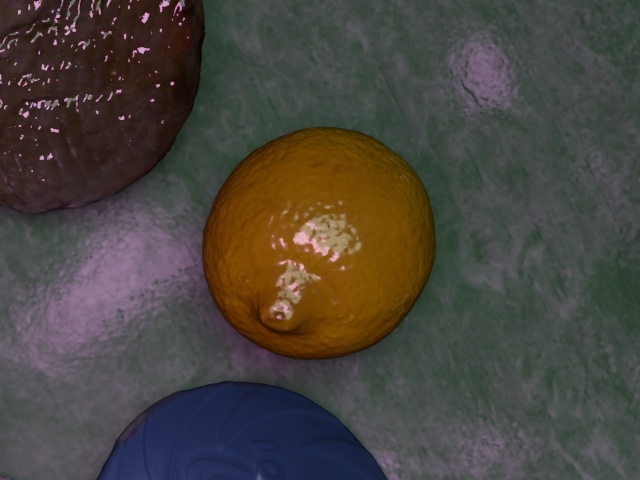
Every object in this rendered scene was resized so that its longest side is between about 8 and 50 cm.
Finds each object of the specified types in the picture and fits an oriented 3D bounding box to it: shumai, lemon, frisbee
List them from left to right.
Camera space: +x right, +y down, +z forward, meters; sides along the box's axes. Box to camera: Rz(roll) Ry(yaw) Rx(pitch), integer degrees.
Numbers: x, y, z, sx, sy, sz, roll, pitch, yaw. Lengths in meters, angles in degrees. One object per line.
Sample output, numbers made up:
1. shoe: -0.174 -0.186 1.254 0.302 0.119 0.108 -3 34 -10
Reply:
1. shumai: -0.210 -0.163 1.529 0.272 0.203 0.222 -36 111 3
2. frisbee: -0.045 0.245 1.407 0.290 0.049 0.289 11 68 -29
3. lemon: 0.000 0.000 1.481 0.187 0.187 0.244 35 36 1

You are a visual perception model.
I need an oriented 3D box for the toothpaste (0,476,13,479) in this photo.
1. toothpaste: -0.224 0.302 1.392 0.078 0.047 0.248 10 65 -42
